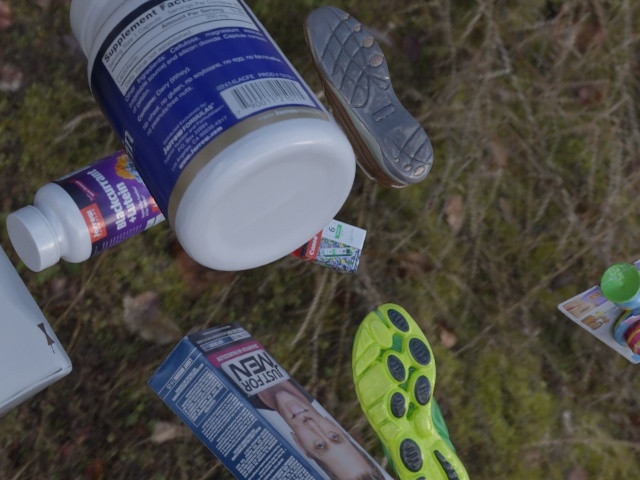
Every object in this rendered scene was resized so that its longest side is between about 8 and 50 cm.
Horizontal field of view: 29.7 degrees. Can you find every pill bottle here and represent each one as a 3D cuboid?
[{"bbox_3d":[-0.294,-0.037,1.529,0.193,0.108,0.108,-30,81,-31],"label":"pill bottle"},{"bbox_3d":[-0.097,-0.117,0.980,0.153,0.153,0.264,-10,52,-34],"label":"pill bottle"}]

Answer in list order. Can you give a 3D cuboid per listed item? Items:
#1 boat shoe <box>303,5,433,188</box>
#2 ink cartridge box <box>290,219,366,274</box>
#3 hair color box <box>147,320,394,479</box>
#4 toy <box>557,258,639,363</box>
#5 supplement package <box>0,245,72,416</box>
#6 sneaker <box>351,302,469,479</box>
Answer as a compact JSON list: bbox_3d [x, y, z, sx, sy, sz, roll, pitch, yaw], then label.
[{"bbox_3d":[0.056,-0.222,1.950,0.123,0.116,0.324,-25,87,-31],"label":"boat shoe"},{"bbox_3d":[0.000,0.000,1.644,0.115,0.029,0.063,19,76,-17],"label":"ink cartridge box"},{"bbox_3d":[-0.069,0.279,1.751,0.347,0.105,0.174,44,19,13],"label":"hair color box"},{"bbox_3d":[0.363,0.087,1.288,0.237,0.137,0.056,33,31,-48],"label":"toy"},{"bbox_3d":[-0.225,0.055,0.367,0.244,0.139,0.134,-32,91,3],"label":"supplement package"},{"bbox_3d":[0.103,0.218,1.552,0.109,0.123,0.295,-20,108,-9],"label":"sneaker"}]
